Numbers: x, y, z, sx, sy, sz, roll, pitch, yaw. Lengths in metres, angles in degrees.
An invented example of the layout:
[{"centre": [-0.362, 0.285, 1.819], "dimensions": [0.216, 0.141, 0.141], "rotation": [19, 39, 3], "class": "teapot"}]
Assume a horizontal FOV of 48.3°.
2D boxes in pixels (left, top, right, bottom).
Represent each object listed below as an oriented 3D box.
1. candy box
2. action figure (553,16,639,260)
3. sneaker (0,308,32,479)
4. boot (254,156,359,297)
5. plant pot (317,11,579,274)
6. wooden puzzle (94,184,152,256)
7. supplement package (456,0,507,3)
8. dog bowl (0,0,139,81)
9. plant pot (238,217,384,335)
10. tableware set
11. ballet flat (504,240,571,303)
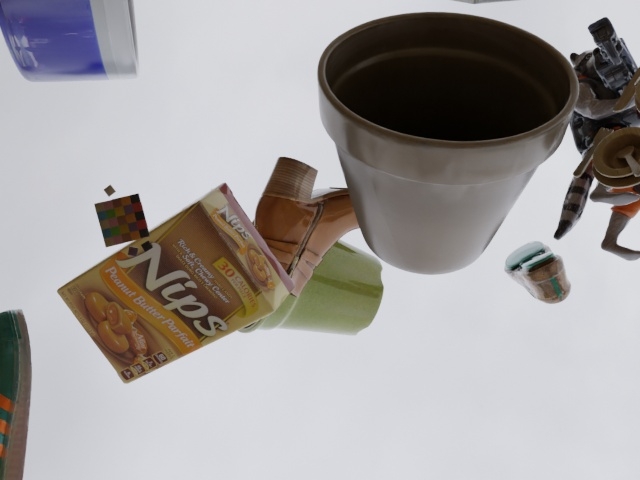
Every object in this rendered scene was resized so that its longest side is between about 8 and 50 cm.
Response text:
[{"centre": [-0.216, 0.070, 1.045], "dimensions": [0.316, 0.183, 0.087], "rotation": [-28, -168, 30], "class": "candy box"}, {"centre": [0.425, -0.176, 1.099], "dimensions": [0.179, 0.341, 0.330], "rotation": [-15, -124, 35], "class": "action figure"}, {"centre": [-0.466, 0.243, 0.977], "dimensions": [0.108, 0.121, 0.302], "rotation": [-19, -112, 62], "class": "sneaker"}, {"centre": [0.000, 0.000, 1.281], "dimensions": [0.109, 0.283, 0.220], "rotation": [8, -102, 49], "class": "boot"}, {"centre": [0.155, -0.113, 0.981], "dimensions": [0.323, 0.280, 0.323], "rotation": [1, -137, -1], "class": "plant pot"}, {"centre": [-0.216, -0.021, 0.780], "dimensions": [0.049, 0.006, 0.083], "rotation": [-14, -89, -4], "class": "wooden puzzle"}, {"centre": [0.334, -0.597, 1.450], "dimensions": [0.149, 0.203, 0.194], "rotation": [-10, -155, -15], "class": "supplement package"}, {"centre": [-0.234, -0.280, 0.654], "dimensions": [0.104, 0.265, 0.265], "rotation": [-6, -124, -11], "class": "dog bowl"}, {"centre": [-0.017, 0.084, 1.481], "dimensions": [0.276, 0.254, 0.276], "rotation": [-45, -144, 46], "class": "plant pot"}, {"centre": [0.402, -0.151, 0.880], "dimensions": [0.128, 0.039, 0.194], "rotation": [23, -105, 52], "class": "tableware set"}, {"centre": [0.441, 0.073, 1.448], "dimensions": [0.108, 0.316, 0.106], "rotation": [-30, -90, 13], "class": "ballet flat"}]
